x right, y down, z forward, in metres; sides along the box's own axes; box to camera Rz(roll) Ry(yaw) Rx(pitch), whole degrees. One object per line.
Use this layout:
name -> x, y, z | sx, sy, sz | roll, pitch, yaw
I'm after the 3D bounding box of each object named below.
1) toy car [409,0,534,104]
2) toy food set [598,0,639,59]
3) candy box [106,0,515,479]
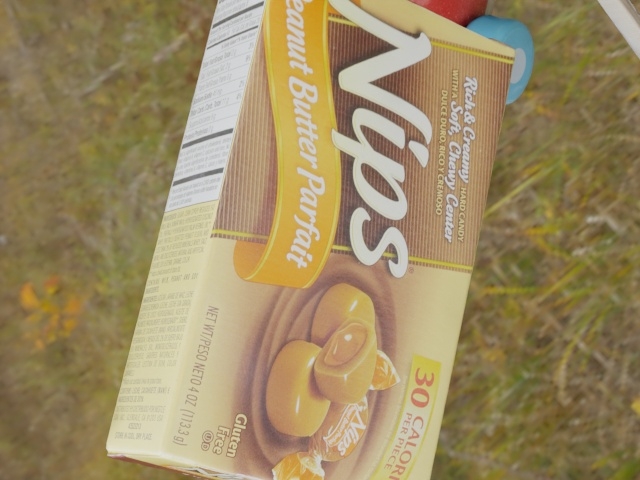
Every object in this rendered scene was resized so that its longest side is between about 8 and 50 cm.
toy car -> 0.041, -0.232, 1.219 | 0.219, 0.238, 0.210 | 16, 90, 35
toy food set -> 0.291, -0.252, 0.996 | 0.220, 0.306, 0.092 | 46, 164, -32
candy box -> 0.000, 0.000, 0.932 | 0.183, 0.317, 0.087 | 20, 164, -28
